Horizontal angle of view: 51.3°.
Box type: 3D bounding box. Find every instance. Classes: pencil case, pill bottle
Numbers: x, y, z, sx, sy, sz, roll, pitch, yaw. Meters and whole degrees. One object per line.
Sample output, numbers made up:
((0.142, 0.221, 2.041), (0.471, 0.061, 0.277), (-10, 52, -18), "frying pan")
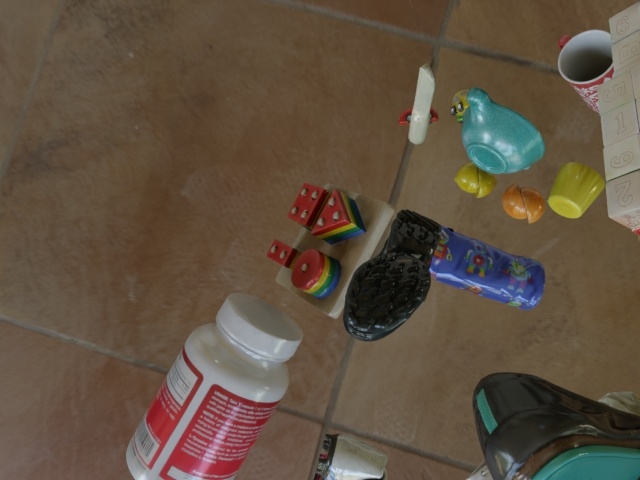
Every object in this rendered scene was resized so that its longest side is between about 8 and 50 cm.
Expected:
((0.348, 0.055, 1.489), (0.306, 0.119, 0.133), (19, 68, -9), "pencil case")
((-0.209, 0.321, 1.366), (0.229, 0.229, 0.407), (32, 101, 7), "pill bottle")

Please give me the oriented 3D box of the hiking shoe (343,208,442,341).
((0.118, 0.077, 1.062), (0.113, 0.304, 0.132), (24, 129, 14), "hiking shoe")

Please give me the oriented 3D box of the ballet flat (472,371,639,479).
((0.212, 0.151, 0.486), (0.280, 0.096, 0.095), (28, 108, -35), "ballet flat")

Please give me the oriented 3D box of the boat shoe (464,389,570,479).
((0.345, 0.338, 1.140), (0.084, 0.095, 0.258), (41, 62, 12), "boat shoe")

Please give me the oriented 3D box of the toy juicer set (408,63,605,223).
((0.259, -0.149, 1.036), (0.329, 0.209, 0.089), (37, 75, -7), "toy juicer set")

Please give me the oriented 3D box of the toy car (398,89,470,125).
((0.337, -0.319, 1.625), (0.239, 0.225, 0.053), (-4, 91, 47), "toy car")

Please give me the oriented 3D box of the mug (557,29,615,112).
((0.561, -0.349, 1.352), (0.113, 0.169, 0.150), (-18, 64, 32), "mug")

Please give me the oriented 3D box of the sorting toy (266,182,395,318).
((0.000, 0.000, 1.427), (0.089, 0.255, 0.257), (29, 88, -33), "sorting toy")

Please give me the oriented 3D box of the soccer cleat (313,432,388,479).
((0.058, 0.493, 1.381), (0.143, 0.331, 0.116), (16, 60, 5), "soccer cleat")

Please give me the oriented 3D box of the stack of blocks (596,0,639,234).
((0.408, -0.145, 0.768), (0.171, 0.087, 0.297), (21, 62, -30), "stack of blocks")

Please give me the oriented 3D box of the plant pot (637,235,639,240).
((0.701, 0.016, 1.331), (0.081, 0.083, 0.081), (-34, 52, 23), "plant pot")
